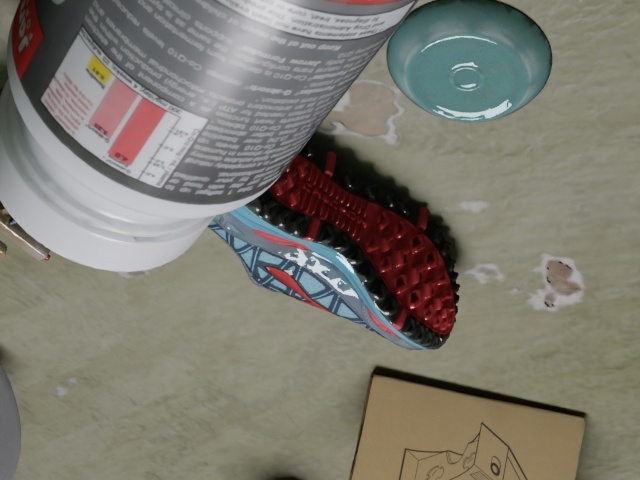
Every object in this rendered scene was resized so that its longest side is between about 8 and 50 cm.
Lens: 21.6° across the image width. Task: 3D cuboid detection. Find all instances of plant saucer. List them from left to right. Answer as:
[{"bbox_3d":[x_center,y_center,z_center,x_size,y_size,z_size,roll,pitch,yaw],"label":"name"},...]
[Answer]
[{"bbox_3d":[0.106,-0.122,1.205,0.119,0.021,0.119,5,140,4],"label":"plant saucer"}]

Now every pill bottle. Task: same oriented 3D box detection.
[{"bbox_3d":[-0.076,-0.144,1.066,0.210,0.210,0.363,23,138,-17],"label":"pill bottle"}]

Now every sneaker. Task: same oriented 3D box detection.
[{"bbox_3d":[0.000,0.000,1.332,0.262,0.104,0.125,39,149,-26],"label":"sneaker"}]

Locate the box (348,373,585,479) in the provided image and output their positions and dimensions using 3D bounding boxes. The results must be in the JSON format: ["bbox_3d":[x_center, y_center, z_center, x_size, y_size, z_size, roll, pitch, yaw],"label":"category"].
[{"bbox_3d":[0.126,0.218,1.505,0.201,0.164,0.021,13,171,-4],"label":"box"}]

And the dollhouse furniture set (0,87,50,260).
[{"bbox_3d":[-0.218,-0.016,1.263,0.129,0.184,0.129,-24,130,33],"label":"dollhouse furniture set"}]

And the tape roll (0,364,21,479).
[{"bbox_3d":[-0.373,0.162,1.473,0.219,0.219,0.072,35,133,-28],"label":"tape roll"}]
